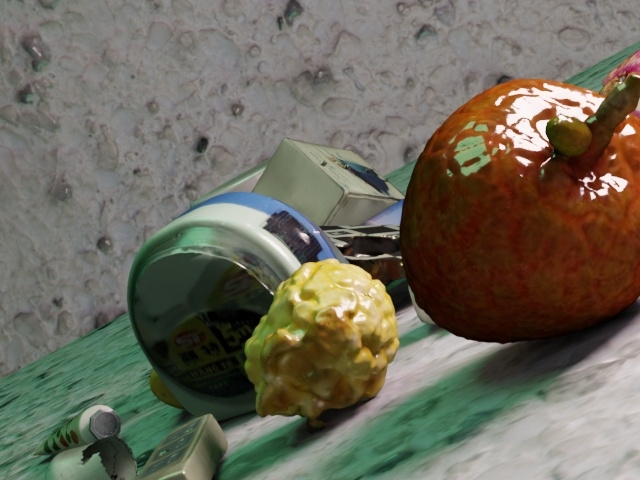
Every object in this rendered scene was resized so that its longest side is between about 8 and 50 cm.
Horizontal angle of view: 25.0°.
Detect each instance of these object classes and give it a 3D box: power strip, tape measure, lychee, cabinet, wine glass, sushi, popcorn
[{"bbox_3d":[-0.145,0.238,1.499,0.080,0.048,0.286,-26,4,7],"label":"power strip"},{"bbox_3d":[-0.095,0.077,1.720,0.259,0.262,0.138,-26,16,28],"label":"tape measure"},{"bbox_3d":[0.198,-0.029,1.290,0.255,0.255,0.300,-32,-7,-38],"label":"lychee"},{"bbox_3d":[0.017,-0.053,2.230,0.206,0.145,0.150,5,-59,-54],"label":"cabinet"},{"bbox_3d":[-0.302,0.287,1.632,0.195,0.079,0.079,-27,6,19],"label":"wine glass"},{"bbox_3d":[0.083,0.027,1.953,0.294,0.059,0.292,-1,10,-1],"label":"sushi"},{"bbox_3d":[-0.002,0.107,1.477,0.180,0.170,0.180,-14,-33,-10],"label":"popcorn"}]

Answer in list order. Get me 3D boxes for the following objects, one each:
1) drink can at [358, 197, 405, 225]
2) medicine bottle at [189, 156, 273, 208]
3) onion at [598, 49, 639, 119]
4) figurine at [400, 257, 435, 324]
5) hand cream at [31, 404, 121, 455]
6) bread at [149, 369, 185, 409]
[{"bbox_3d":[0.127,-0.011,2.180,0.235,0.097,0.097,-31,6,-27],"label":"drink can"},{"bbox_3d":[-0.071,-0.016,2.468,0.238,0.232,0.238,-27,5,3],"label":"medicine bottle"},{"bbox_3d":[0.359,-0.102,1.530,0.207,0.200,0.200,-7,17,37],"label":"onion"},{"bbox_3d":[0.179,0.033,1.649,0.178,0.109,0.129,-30,32,-19],"label":"figurine"},{"bbox_3d":[-0.345,0.277,2.075,0.095,0.059,0.276,-29,1,-27],"label":"hand cream"},{"bbox_3d":[-0.158,0.170,1.945,0.134,0.085,0.173,-36,4,6],"label":"bread"}]
